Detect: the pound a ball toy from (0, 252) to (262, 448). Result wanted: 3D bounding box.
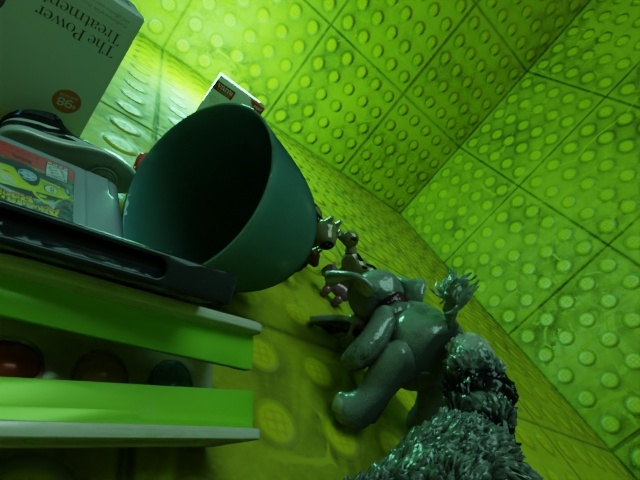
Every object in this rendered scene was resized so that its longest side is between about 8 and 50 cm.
[{"bbox_3d":[-0.208,0.153,0.359,0.319,0.136,0.208,27,50,-44],"label":"pound a ball toy"}]

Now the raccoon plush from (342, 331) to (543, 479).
[{"bbox_3d":[0.093,0.257,0.508,0.299,0.216,0.446,33,26,-14],"label":"raccoon plush"}]

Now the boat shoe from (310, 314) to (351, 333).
[{"bbox_3d":[0.034,0.182,0.900,0.142,0.049,0.040,15,68,-45],"label":"boat shoe"}]

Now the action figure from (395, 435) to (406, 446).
[{"bbox_3d":[0.269,0.408,0.677,0.280,0.139,0.091,40,17,-9],"label":"action figure"}]

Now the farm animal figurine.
[{"bbox_3d":[0.000,0.000,1.075,0.330,0.172,0.326,22,24,-46],"label":"farm animal figurine"}]

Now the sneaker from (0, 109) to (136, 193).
[{"bbox_3d":[-0.431,-0.166,0.730,0.217,0.079,0.121,22,25,-43],"label":"sneaker"}]

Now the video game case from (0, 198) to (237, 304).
[{"bbox_3d":[-0.254,0.014,0.408,0.248,0.035,0.275,24,-18,-34],"label":"video game case"}]

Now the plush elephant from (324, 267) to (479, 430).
[{"bbox_3d":[0.124,0.166,0.799,0.272,0.329,0.255,18,8,-36],"label":"plush elephant"}]

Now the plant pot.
[{"bbox_3d":[-0.141,-0.041,0.717,0.293,0.293,0.235,52,7,35],"label":"plant pot"}]

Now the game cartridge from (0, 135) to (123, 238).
[{"bbox_3d":[-0.416,-0.067,0.561,0.294,0.060,0.196,24,26,-42],"label":"game cartridge"}]

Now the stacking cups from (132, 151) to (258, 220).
[{"bbox_3d":[-0.235,-0.098,0.892,0.316,0.096,0.096,17,21,-9],"label":"stacking cups"}]

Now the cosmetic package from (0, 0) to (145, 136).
[{"bbox_3d":[-0.526,-0.351,0.651,0.377,0.284,0.097,20,27,-49],"label":"cosmetic package"}]

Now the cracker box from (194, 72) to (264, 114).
[{"bbox_3d":[-0.297,-0.355,1.249,0.156,0.232,0.067,32,18,-25],"label":"cracker box"}]
